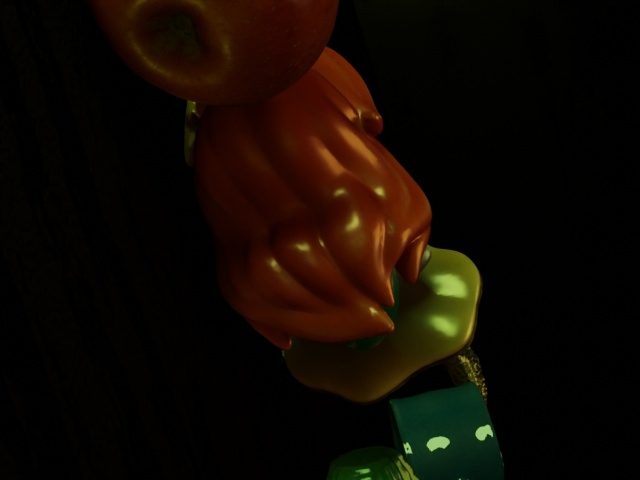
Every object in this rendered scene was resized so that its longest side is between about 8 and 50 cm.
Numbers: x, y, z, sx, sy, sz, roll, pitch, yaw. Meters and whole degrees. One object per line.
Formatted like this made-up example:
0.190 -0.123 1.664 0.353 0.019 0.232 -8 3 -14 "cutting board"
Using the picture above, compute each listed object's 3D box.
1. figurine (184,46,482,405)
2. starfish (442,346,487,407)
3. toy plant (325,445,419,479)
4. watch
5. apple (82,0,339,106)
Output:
0.007 -0.006 0.941 0.257 0.181 0.208 55 48 -45 "figurine"
0.103 0.069 1.538 0.303 0.113 0.312 65 3 -58 "starfish"
0.056 0.269 0.998 0.155 0.088 0.240 -89 164 -60 "toy plant"
0.146 0.255 1.393 0.196 0.171 0.200 97 -19 -55 "watch"
-0.065 -0.157 0.798 0.139 0.163 0.163 -75 151 -47 "apple"
